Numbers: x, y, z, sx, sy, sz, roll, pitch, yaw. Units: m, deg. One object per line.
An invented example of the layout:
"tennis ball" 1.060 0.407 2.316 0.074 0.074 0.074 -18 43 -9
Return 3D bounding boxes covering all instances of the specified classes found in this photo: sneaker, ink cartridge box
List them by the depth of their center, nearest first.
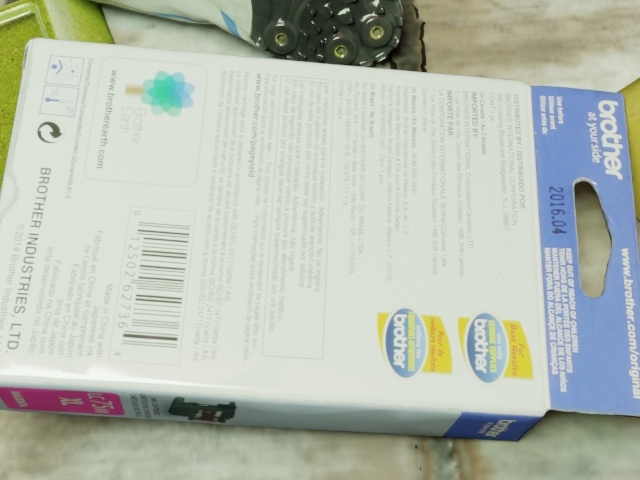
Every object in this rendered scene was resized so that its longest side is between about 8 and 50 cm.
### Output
"ink cartridge box" 0.000 0.000 0.507 0.311 0.065 0.185 3 64 -2
"sneaker" -0.060 -0.167 0.615 0.237 0.085 0.086 18 24 5

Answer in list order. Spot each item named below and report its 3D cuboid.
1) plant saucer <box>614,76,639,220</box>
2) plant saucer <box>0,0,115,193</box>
"plant saucer" 0.355 -0.047 0.490 0.333 0.081 0.332 -33 65 -7
"plant saucer" -0.203 -0.062 0.593 0.189 0.045 0.188 -22 63 -4
